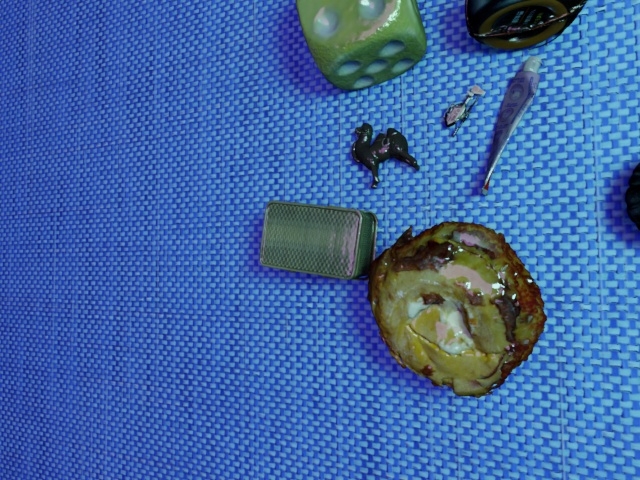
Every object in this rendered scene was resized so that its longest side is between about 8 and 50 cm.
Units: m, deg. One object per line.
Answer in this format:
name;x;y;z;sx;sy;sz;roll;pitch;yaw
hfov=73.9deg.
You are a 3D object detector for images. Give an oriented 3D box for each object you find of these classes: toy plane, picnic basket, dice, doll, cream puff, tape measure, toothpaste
toy plane;0.315;-0.294;0.953;0.049;0.031;0.120;35;103;14
picnic basket;0.000;0.000;1.011;0.267;0.139;0.165;8;90;22
dice;0.093;-0.497;0.949;0.233;0.227;0.238;-17;83;23
doll;0.143;-0.214;1.009;0.139;0.057;0.165;-26;74;22
cream puff;0.268;0.116;0.848;0.351;0.229;0.349;14;115;32
tape measure;0.400;-0.474;0.833;0.223;0.202;0.134;-1;86;8
toothpaste;0.397;-0.240;0.898;0.048;0.075;0.300;20;93;-1

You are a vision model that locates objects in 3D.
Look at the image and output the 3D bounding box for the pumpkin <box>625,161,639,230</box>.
pumpkin;0.651;-0.080;0.750;0.195;0.150;0.194;2;116;5
